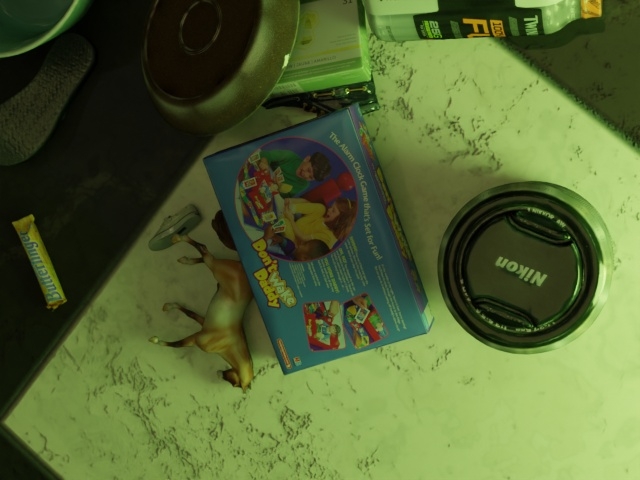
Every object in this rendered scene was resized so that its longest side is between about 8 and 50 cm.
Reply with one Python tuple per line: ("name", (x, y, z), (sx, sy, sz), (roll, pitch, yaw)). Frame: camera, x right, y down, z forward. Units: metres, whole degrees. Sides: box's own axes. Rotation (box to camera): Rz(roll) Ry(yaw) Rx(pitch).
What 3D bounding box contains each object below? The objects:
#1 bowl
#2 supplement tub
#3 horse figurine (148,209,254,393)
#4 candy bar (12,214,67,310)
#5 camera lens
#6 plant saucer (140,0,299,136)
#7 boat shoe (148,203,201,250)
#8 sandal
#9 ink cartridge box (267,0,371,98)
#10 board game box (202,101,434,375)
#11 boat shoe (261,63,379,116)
("bowl", (-0.462, -0.431, 1.785), (0.312, 0.163, 0.311), (1, 94, 16))
("supplement tub", (0.225, -0.375, 1.587), (0.316, 0.193, 0.193), (0, 93, 16))
("horse figurine", (-0.162, 0.091, 1.787), (0.175, 0.066, 0.263), (19, 100, 19))
("candy bar", (-0.457, 0.037, 1.887), (0.040, 0.018, 0.161), (-24, 86, 15))
("camera lens", (0.282, 0.030, 1.554), (0.220, 0.274, 0.219), (1, 93, 15))
("plant saucer", (-0.164, -0.310, 1.702), (0.311, 0.050, 0.310), (-11, 72, 36))
("boat shoe", (-0.233, -0.022, 1.818), (0.100, 0.035, 0.035), (-37, 56, 18))
("sandal", (-0.445, -0.218, 1.857), (0.097, 0.054, 0.254), (42, 93, 2))
("ink cartridge box", (-0.021, -0.334, 1.692), (0.171, 0.056, 0.235), (-9, 74, 15))
("board game box", (0.000, 0.000, 1.702), (0.233, 0.078, 0.347), (-17, 98, 15))
("boat shoe", (-0.004, -0.208, 1.725), (0.183, 0.065, 0.083), (-15, 90, 16))
